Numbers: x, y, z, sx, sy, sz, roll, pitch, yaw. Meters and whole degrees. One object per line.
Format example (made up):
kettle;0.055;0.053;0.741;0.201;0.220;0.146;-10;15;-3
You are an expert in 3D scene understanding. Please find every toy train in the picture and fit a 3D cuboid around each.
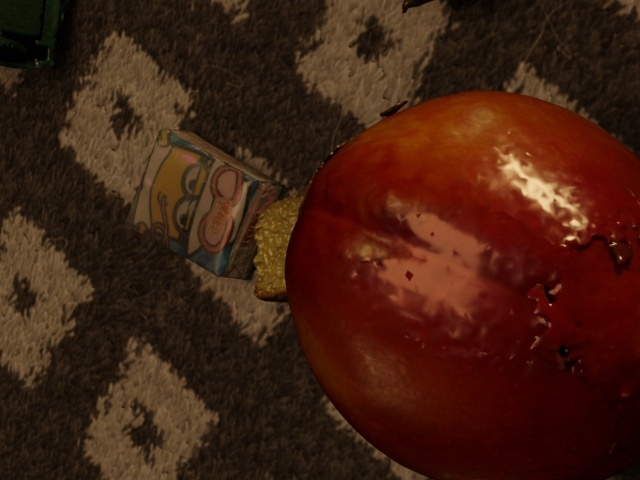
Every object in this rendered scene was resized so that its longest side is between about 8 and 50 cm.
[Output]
toy train;-0.461;-0.272;2.246;0.178;0.330;0.138;5;88;59

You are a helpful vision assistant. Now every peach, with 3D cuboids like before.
peach;0.153;0.045;1.689;0.370;0.370;0.370;-6;81;38

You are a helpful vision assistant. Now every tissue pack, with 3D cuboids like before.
tissue pack;-0.124;-0.040;2.095;0.155;0.065;0.115;29;103;38

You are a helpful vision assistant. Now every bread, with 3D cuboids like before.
bread;0.000;0.000;1.996;0.187;0.065;0.103;-18;79;37

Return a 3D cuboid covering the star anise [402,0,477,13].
star anise;0.122;-0.322;1.921;0.214;0.099;0.220;-31;61;17
